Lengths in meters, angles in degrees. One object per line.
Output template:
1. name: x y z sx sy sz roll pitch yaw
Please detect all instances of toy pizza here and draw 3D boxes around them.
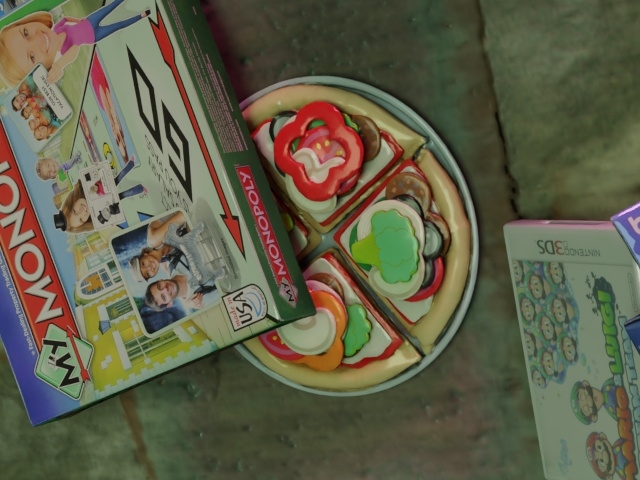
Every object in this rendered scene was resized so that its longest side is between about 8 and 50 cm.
1. toy pizza: 0.000 0.000 1.081 0.201 0.032 0.201 5 101 25

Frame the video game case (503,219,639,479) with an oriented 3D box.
1. video game case: 0.153 0.067 0.977 0.143 0.019 0.157 -177 76 -68

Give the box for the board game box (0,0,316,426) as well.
1. board game box: -0.149 -0.064 1.115 0.213 0.046 0.317 -24 84 31

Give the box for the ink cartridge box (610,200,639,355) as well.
1. ink cartridge box: 0.286 0.088 0.887 0.186 0.065 0.311 -28 88 -13
